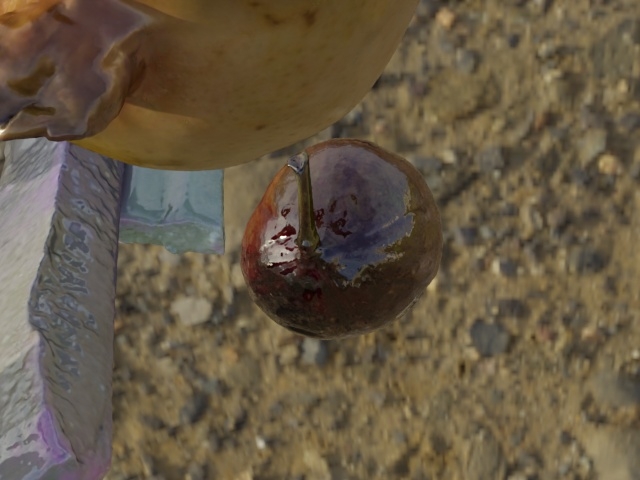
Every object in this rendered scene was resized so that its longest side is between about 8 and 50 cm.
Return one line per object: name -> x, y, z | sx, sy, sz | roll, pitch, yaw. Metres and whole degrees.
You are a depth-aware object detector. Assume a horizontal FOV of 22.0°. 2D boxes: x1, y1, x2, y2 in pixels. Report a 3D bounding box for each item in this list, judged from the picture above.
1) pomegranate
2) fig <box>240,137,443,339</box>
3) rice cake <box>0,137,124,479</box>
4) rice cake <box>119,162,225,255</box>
pomegranate -> -0.048, -0.127, 0.548 | 0.207, 0.207, 0.207 | -3, 57, 4
fig -> 0.012, 0.011, 1.548 | 0.204, 0.249, 0.186 | -40, 92, 16
rice cake -> -0.150, 0.024, 0.923 | 0.070, 0.064, 0.399 | -39, 28, 18
rice cake -> -0.100, -0.070, 1.111 | 0.080, 0.042, 0.221 | 2, 40, -3
